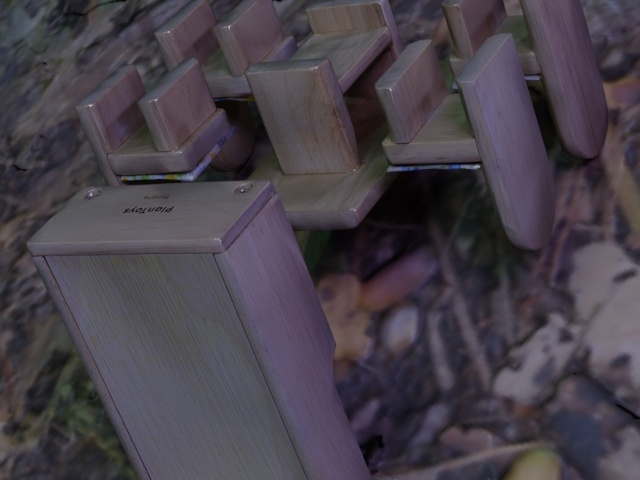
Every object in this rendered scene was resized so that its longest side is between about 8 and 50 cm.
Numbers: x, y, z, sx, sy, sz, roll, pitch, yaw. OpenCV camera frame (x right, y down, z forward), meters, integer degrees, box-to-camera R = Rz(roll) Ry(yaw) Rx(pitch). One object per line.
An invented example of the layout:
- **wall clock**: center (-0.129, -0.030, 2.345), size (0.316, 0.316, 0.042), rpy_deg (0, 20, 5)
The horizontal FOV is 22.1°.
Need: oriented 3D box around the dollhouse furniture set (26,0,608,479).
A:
- **dollhouse furniture set**: center (0.000, 0.000, 0.748), size (0.212, 0.161, 0.242), rpy_deg (-1, 33, 33)
